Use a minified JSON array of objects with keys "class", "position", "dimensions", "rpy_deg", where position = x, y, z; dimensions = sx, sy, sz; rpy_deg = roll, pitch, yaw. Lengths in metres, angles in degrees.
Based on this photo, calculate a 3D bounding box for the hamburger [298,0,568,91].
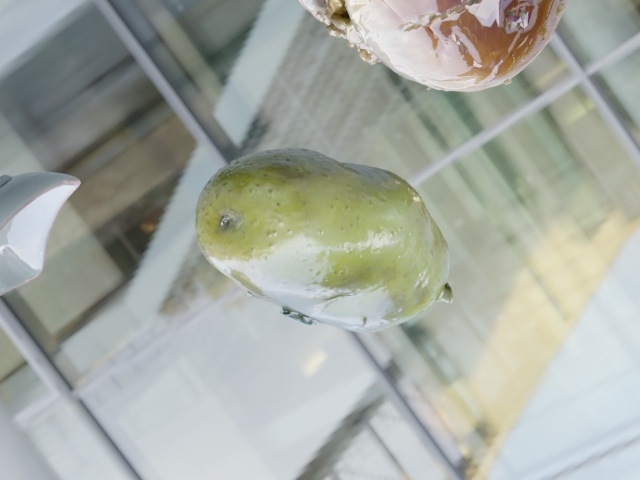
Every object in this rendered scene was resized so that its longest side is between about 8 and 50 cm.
[{"class":"hamburger","position":[0.080,-0.237,0.973],"dimensions":[0.243,0.286,0.146],"rpy_deg":[-22,-156,-36]}]

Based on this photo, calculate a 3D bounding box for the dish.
[{"class":"dish","position":[-0.350,0.008,1.620],"dimensions":[0.151,0.077,0.212],"rpy_deg":[-60,174,32]}]

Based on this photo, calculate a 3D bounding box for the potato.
[{"class":"potato","position":[0.000,0.000,1.303],"dimensions":[0.169,0.143,0.248],"rpy_deg":[-4,167,40]}]
